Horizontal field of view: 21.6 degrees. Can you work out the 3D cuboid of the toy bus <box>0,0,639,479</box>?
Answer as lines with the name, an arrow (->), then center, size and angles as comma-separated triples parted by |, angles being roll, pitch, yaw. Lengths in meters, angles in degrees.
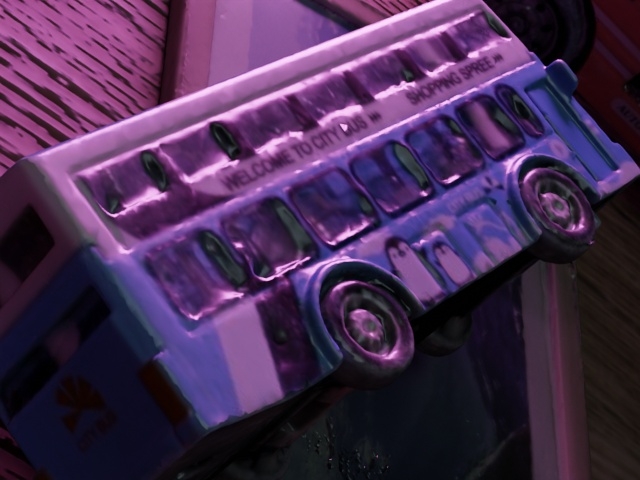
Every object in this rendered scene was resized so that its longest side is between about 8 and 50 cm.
toy bus -> 0.000, 0.000, 0.652 | 0.131, 0.106, 0.297 | 52, 40, 8

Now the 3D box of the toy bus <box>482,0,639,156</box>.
toy bus -> 0.273, -0.120, 0.940 | 0.427, 0.233, 0.203 | 44, 40, -11

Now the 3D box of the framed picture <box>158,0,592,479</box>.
framed picture -> 0.028, 0.020, 0.761 | 0.247, 0.022, 0.335 | 27, 45, -27
